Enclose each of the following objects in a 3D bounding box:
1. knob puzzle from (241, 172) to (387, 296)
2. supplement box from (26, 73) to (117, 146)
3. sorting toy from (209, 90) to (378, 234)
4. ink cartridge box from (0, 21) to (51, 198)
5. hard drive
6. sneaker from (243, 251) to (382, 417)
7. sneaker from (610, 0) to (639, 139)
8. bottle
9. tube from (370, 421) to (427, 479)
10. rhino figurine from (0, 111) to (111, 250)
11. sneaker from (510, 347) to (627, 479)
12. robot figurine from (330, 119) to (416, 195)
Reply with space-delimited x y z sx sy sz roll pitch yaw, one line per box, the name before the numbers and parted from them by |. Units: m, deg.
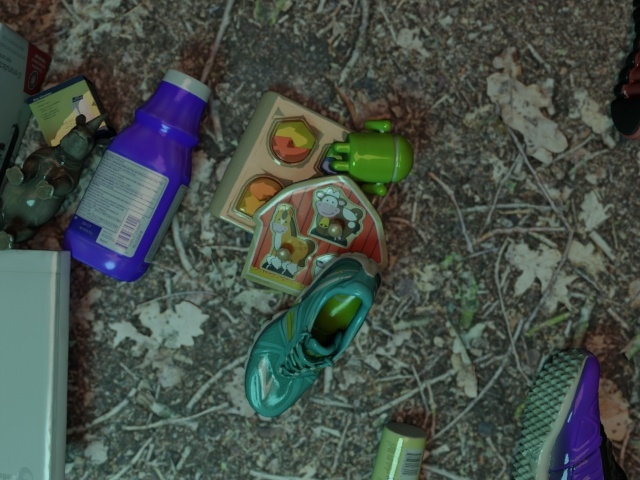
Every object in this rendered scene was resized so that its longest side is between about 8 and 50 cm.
knob puzzle | 0.000 0.000 1.067 0.213 0.030 0.213 3 115 6
supplement box | -0.336 -0.167 1.079 0.083 0.056 0.083 -25 91 -3
sorting toy | -0.024 -0.081 1.102 0.208 0.038 0.192 26 89 -2
ink cartridge box | -0.464 -0.143 1.003 0.114 0.197 0.272 21 90 -2
hard drive | -0.423 0.164 1.044 0.203 0.040 0.307 1 89 21
sneaker | -0.019 0.132 1.047 0.107 0.110 0.275 31 111 -10
sneaker | 0.509 -0.283 1.103 0.136 0.116 0.313 13 96 -13
bottle | -0.235 -0.090 1.064 0.118 0.092 0.282 25 89 10
tube | 0.092 0.374 1.102 0.070 0.062 0.240 15 96 41
rhino figurine | -0.349 -0.080 1.016 0.073 0.106 0.243 44 105 -6
sneaker | 0.356 0.296 1.095 0.146 0.102 0.293 13 94 -7
robot figurine | 0.072 -0.110 1.063 0.115 0.067 0.101 1 97 -8
